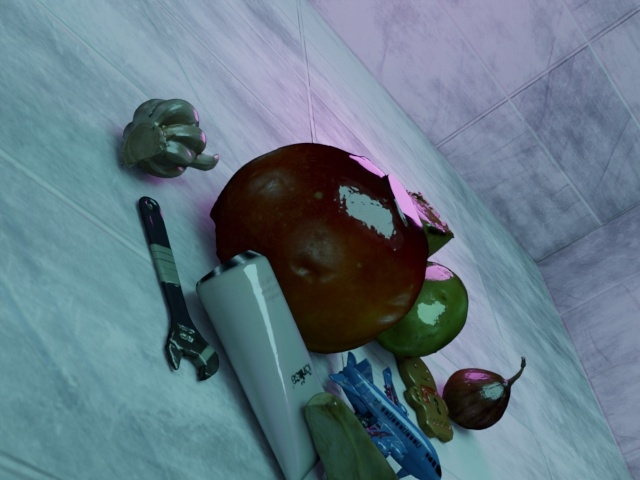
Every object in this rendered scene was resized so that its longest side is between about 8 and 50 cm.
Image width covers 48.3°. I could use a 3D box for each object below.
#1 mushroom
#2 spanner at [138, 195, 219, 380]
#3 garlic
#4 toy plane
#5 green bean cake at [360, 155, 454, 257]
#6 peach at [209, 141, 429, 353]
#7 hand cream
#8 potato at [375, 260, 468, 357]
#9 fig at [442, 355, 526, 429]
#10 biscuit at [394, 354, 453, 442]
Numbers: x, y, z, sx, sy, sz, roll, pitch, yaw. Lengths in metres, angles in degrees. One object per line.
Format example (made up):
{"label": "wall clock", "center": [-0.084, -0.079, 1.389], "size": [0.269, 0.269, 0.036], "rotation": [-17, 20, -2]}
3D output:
{"label": "mushroom", "center": [0.068, 0.369, 1.086], "size": [0.333, 0.087, 0.107], "rotation": [57, 39, -29]}
{"label": "spanner", "center": [-0.224, 0.061, 1.054], "size": [0.087, 0.024, 0.315], "rotation": [15, 46, -51]}
{"label": "garlic", "center": [-0.235, -0.165, 1.191], "size": [0.194, 0.131, 0.127], "rotation": [10, 52, -50]}
{"label": "toy plane", "center": [0.115, 0.327, 1.273], "size": [0.271, 0.105, 0.254], "rotation": [57, 22, 0]}
{"label": "green bean cake", "center": [0.162, -0.054, 1.815], "size": [0.285, 0.202, 0.310], "rotation": [51, 18, 22]}
{"label": "peach", "center": [0.022, 0.002, 1.272], "size": [0.406, 0.310, 0.335], "rotation": [50, 26, -14]}
{"label": "hand cream", "center": [-0.068, 0.194, 1.087], "size": [0.358, 0.118, 0.185], "rotation": [64, 24, 0]}
{"label": "potato", "center": [0.216, 0.151, 1.587], "size": [0.215, 0.216, 0.304], "rotation": [60, 26, 10]}
{"label": "fig", "center": [0.389, 0.375, 1.704], "size": [0.149, 0.202, 0.148], "rotation": [91, -7, -64]}
{"label": "biscuit", "center": [0.234, 0.339, 1.599], "size": [0.166, 0.036, 0.225], "rotation": [31, 32, -44]}
